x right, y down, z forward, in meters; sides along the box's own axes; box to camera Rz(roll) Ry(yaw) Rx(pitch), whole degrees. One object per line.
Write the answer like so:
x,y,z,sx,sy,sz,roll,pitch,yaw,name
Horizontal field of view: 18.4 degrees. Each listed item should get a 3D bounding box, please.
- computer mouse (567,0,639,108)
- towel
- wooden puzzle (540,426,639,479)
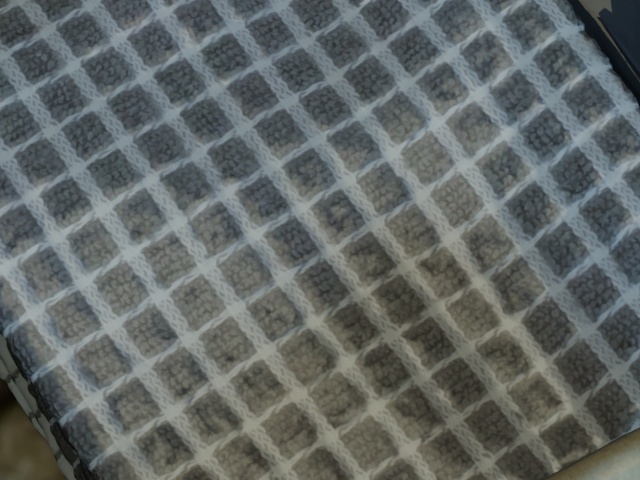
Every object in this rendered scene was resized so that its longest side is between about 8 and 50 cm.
0.156,-0.053,0.743,0.242,0.041,0.071,41,54,15,computer mouse
0.000,0.000,0.685,0.235,0.121,0.284,-32,71,-12,towel
0.035,0.263,0.524,0.348,0.080,0.322,-29,84,1,wooden puzzle
